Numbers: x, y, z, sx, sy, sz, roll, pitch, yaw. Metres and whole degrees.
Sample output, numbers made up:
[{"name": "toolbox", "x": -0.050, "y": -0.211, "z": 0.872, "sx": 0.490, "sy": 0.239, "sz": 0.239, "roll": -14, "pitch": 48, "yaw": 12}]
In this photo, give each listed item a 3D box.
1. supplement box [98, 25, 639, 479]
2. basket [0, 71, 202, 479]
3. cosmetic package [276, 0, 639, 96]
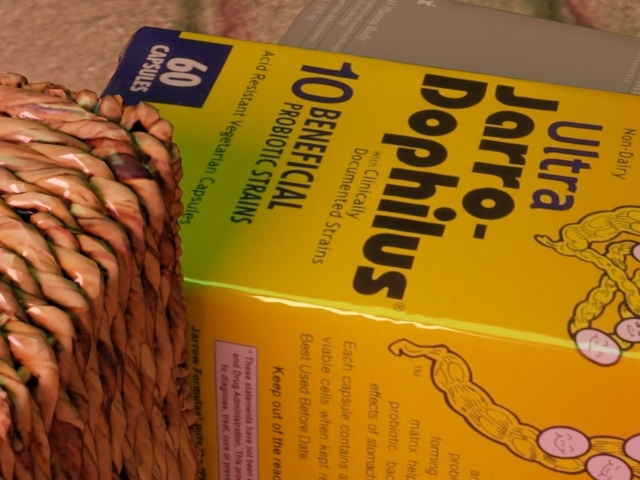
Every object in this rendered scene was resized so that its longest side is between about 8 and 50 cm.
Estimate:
[{"name": "supplement box", "x": 0.054, "y": 0.047, "z": 0.809, "sx": 0.357, "sy": 0.195, "sz": 0.194, "roll": 9, "pitch": 40, "yaw": 10}, {"name": "basket", "x": -0.179, "y": 0.104, "z": 0.655, "sx": 0.213, "sy": 0.299, "sz": 0.223, "roll": 10, "pitch": 40, "yaw": 12}, {"name": "cosmetic package", "x": 0.094, "y": -0.075, "z": 1.031, "sx": 0.238, "sy": 0.107, "sz": 0.127, "roll": 10, "pitch": 38, "yaw": 17}]
